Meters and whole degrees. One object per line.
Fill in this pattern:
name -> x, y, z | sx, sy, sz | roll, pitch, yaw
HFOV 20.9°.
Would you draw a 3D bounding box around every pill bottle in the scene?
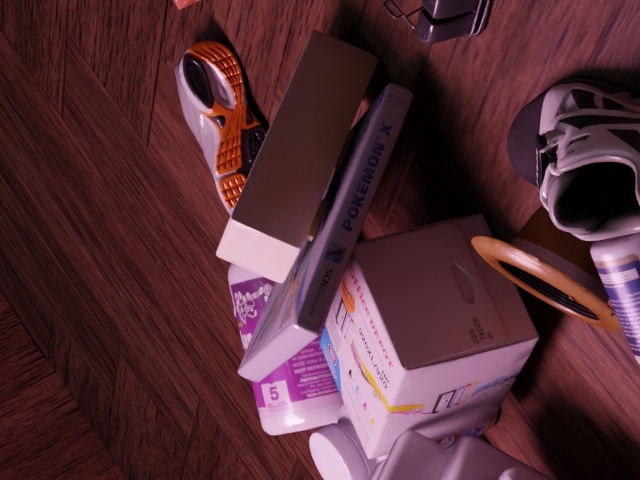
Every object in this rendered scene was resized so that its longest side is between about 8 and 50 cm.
pill bottle -> 0.327, 0.065, 1.631 | 0.094, 0.094, 0.169 | -7, 109, 65
pill bottle -> -0.027, 0.091, 2.262 | 0.169, 0.169, 0.301 | 159, 98, -67
pill bottle -> 0.100, 0.226, 2.120 | 0.121, 0.216, 0.121 | 46, 152, 33

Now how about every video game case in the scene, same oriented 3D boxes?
video game case -> 0.000, 0.000, 2.001 | 0.036, 0.300, 0.329 | 24, 162, -7

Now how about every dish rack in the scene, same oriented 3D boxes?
dish rack -> 0.073, -0.344, 1.747 | 0.271, 0.074, 0.208 | 52, 154, 26

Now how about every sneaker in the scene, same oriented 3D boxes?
sneaker -> -0.127, -0.143, 2.365 | 0.121, 0.099, 0.262 | 180, 72, -72
sneaker -> 0.244, -0.069, 1.602 | 0.330, 0.146, 0.122 | 10, 126, 63

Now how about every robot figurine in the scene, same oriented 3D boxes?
robot figurine -> 0.213, 0.357, 1.969 | 0.353, 0.200, 0.300 | 29, 145, 1

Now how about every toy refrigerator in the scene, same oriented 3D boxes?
toy refrigerator -> -0.021, -0.095, 1.967 | 0.094, 0.269, 0.102 | 24, 152, -2

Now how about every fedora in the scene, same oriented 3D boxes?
fedora -> 0.244, 0.019, 1.725 | 0.194, 0.079, 0.194 | 31, 176, 2

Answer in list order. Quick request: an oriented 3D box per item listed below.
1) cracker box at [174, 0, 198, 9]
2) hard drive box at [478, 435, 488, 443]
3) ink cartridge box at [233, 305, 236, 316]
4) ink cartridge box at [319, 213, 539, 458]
cracker box -> -0.192, -0.431, 2.197 | 0.232, 0.067, 0.156 | 59, 156, 4
hard drive box -> 0.148, 0.315, 2.281 | 0.181, 0.089, 0.232 | 51, 154, 24
ink cartridge box -> -0.030, 0.116, 2.443 | 0.231, 0.078, 0.134 | 44, 151, 34
ink cartridge box -> 0.118, 0.111, 1.983 | 0.232, 0.168, 0.171 | 106, 146, -57
